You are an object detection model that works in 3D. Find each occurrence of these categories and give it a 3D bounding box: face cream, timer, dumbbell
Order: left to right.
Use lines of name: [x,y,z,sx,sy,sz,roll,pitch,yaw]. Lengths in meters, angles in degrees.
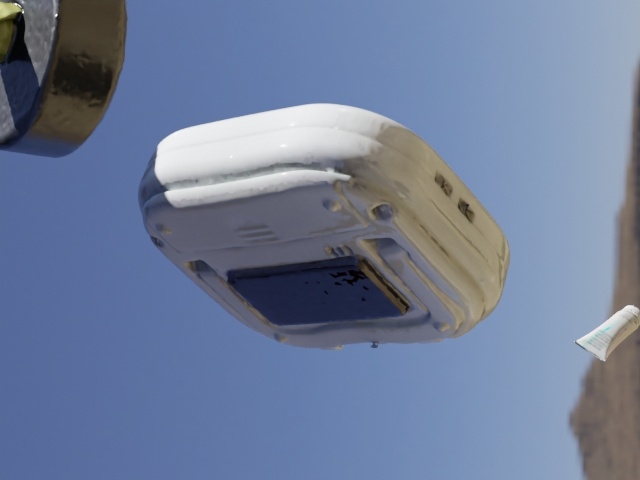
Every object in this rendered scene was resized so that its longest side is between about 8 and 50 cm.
dumbbell: [-0.342,-0.184,1.309,0.322,0.203,0.204,7,-97,-35]
timer: [0.000,-0.001,1.203,0.237,0.262,0.087,47,-129,-37]
face cream: [0.312,0.098,1.694,0.115,0.038,0.020,-28,-34,-50]
